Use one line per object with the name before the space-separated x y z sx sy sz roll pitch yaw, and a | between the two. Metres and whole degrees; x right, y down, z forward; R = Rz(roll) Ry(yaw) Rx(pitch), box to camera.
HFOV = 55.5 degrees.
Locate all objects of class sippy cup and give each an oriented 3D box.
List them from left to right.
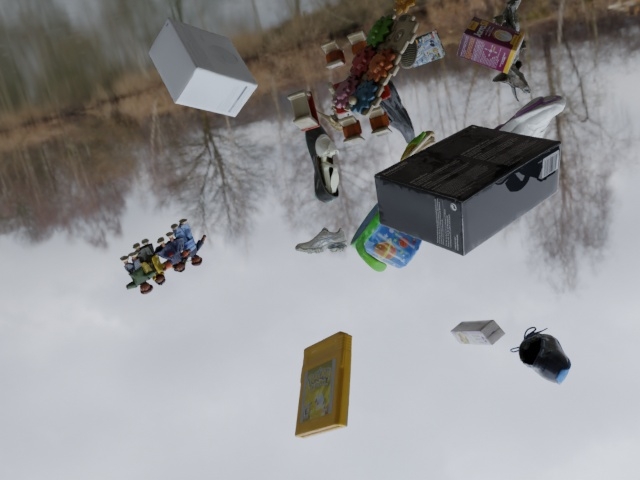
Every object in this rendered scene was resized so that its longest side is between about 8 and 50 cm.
sippy cup | 0.270 -0.013 2.379 0.306 0.224 0.240 -56 -175 -8

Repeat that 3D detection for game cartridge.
game cartridge | 0.009 0.494 2.082 0.052 0.324 0.285 19 148 -25

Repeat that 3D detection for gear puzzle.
gear puzzle | 0.139 -0.453 1.403 0.044 0.339 0.175 25 -173 -34

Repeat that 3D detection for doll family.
doll family | -0.320 0.039 1.266 0.192 0.111 0.076 -28 -151 -12

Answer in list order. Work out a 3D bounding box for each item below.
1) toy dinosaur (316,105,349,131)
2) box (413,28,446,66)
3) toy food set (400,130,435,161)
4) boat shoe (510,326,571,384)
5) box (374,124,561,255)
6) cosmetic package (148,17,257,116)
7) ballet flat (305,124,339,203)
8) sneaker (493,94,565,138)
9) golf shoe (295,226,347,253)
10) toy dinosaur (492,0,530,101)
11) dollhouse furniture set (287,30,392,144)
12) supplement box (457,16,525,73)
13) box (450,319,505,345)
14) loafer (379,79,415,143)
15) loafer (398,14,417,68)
toy dinosaur | 0.045 -0.387 1.955 0.053 0.183 0.093 -55 167 -19
box | 0.359 -0.661 2.094 0.027 0.094 0.137 -39 -158 -31
toy food set | 0.256 -0.236 1.609 0.132 0.038 0.192 -46 165 15
boat shoe | 0.519 0.257 1.450 0.089 0.109 0.258 26 -179 2
box | 0.247 -0.095 1.017 0.261 0.103 0.184 -29 -143 -30
cosmetic package | -0.345 -0.502 1.779 0.224 0.224 0.138 4 138 -49
ballet flat | 0.020 -0.264 2.025 0.095 0.281 0.096 -19 -166 -40
sneaker | 0.582 -0.293 1.690 0.114 0.152 0.305 -38 178 -30
golf shoe | 0.000 0.000 2.038 0.176 0.086 0.069 -5 173 -3
toy dinosaur | 0.494 -0.544 1.631 0.120 0.314 0.160 -6 171 8
dollhouse furniture set | 0.054 -0.379 1.615 0.259 0.262 0.135 -15 177 17
supplement box | 0.258 -0.297 0.923 0.083 0.043 0.055 23 -125 12
box | 0.541 0.321 2.117 0.067 0.063 0.324 -39 177 -11
loafer | 0.218 -0.374 1.809 0.078 0.223 0.076 -25 -141 14
loafer | 0.248 -0.568 1.743 0.056 0.148 0.050 -2 -169 4
